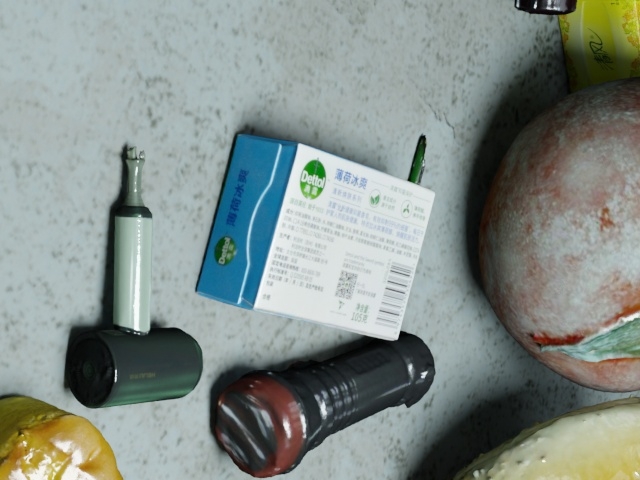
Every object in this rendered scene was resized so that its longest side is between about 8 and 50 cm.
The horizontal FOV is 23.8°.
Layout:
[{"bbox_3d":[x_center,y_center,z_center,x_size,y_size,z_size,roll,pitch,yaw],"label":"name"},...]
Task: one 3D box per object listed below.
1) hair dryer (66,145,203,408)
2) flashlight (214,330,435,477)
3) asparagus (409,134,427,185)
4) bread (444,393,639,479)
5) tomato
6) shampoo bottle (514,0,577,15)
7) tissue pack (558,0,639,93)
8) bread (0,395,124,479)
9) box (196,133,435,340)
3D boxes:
[{"bbox_3d":[-0.137,0.027,1.154,0.100,0.057,0.197,-3,97,-50],"label":"hair dryer"},{"bbox_3d":[0.010,0.132,1.326,0.232,0.093,0.093,-19,114,-50],"label":"flashlight"},{"bbox_3d":[0.081,-0.018,1.415,0.016,0.013,0.166,13,90,-39],"label":"asparagus"},{"bbox_3d":[0.241,0.269,1.475,0.306,0.305,0.158,2,57,-49],"label":"bread"},{"bbox_3d":[0.308,-0.003,1.451,0.317,0.317,0.282,43,25,-45],"label":"tomato"},{"bbox_3d":[0.222,-0.350,1.417,0.104,0.104,0.278,-9,106,-47],"label":"shampoo bottle"},{"bbox_3d":[0.302,-0.208,1.553,0.062,0.095,0.176,-38,127,-38],"label":"tissue pack"},{"bbox_3d":[-0.183,0.224,1.119,0.102,0.094,0.245,-38,127,-30],"label":"bread"},{"bbox_3d":[0.000,0.000,1.280,0.194,0.073,0.139,16,88,-49],"label":"box"}]
